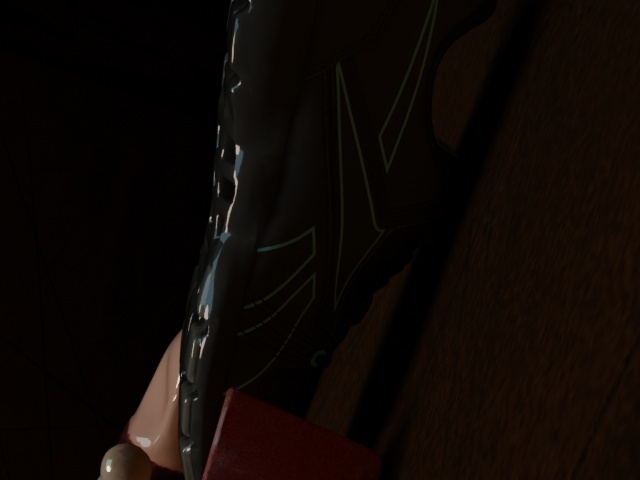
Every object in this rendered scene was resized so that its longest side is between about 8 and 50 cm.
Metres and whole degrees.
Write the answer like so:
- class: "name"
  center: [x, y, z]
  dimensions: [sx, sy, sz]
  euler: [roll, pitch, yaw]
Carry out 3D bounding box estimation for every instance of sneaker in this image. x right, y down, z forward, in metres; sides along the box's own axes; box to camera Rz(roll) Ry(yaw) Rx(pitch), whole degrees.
- class: "sneaker"
  center: [0.000, 0.000, 0.661]
  dimensions: [0.101, 0.106, 0.267]
  euler: [-104, 24, -69]

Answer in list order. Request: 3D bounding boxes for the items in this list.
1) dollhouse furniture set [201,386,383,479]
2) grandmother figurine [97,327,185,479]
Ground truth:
- class: "dollhouse furniture set"
  center: [-0.074, 0.166, 0.501]
  dimensions: [0.374, 0.152, 0.201]
  euler: [-85, 15, -68]
- class: "grandmother figurine"
  center: [-0.082, 0.122, 0.930]
  dimensions: [0.208, 0.104, 0.342]
  euler: [-12, -52, -66]
